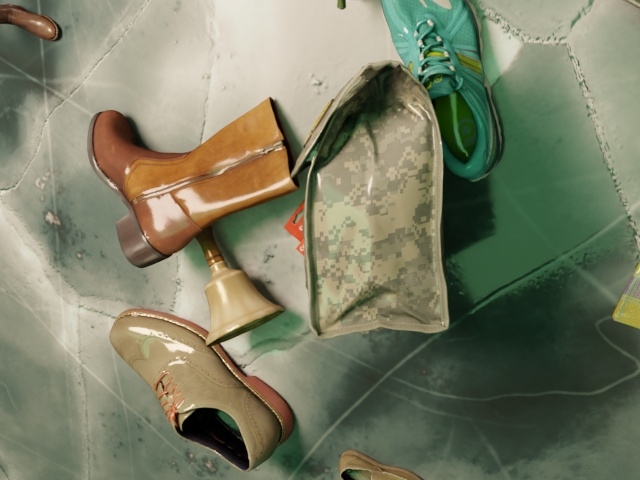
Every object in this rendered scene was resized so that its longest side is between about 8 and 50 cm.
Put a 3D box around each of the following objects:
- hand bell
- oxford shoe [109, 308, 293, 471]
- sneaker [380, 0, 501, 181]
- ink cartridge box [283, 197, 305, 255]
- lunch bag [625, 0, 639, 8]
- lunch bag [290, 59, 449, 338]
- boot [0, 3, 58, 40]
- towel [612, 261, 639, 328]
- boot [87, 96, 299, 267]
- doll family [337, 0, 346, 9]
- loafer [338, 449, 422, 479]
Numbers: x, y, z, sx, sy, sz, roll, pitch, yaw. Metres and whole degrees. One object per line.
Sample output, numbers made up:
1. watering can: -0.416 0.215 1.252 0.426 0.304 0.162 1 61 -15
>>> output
1. hand bell: -0.159 0.023 0.917 0.126 0.126 0.242 -30 79 26
2. oxford shoe: -0.209 0.227 0.960 0.348 0.130 0.123 29 113 13
3. sneaker: 0.145 -0.201 0.713 0.107 0.110 0.275 -21 95 26
4. ink cartridge box: 0.000 0.000 0.870 0.115 0.029 0.063 41 115 7
5. lunch bag: 0.338 -0.338 0.543 0.305 0.212 0.256 38 131 12
6. lunch bag: 0.052 -0.057 0.707 0.168 0.235 0.287 -3 99 0
7. boot: -0.478 -0.335 0.928 0.106 0.114 0.037 26 112 14
8. towel: 0.398 0.072 0.738 0.060 0.009 0.083 21 110 17
9. boot: -0.189 -0.131 0.874 0.280 0.096 0.264 -28 65 16
10. doll family: 0.038 -0.375 0.709 0.076 0.111 0.193 -5 102 23
11. loafer: 0.091 0.370 0.920 0.147 0.050 0.056 15 109 18
